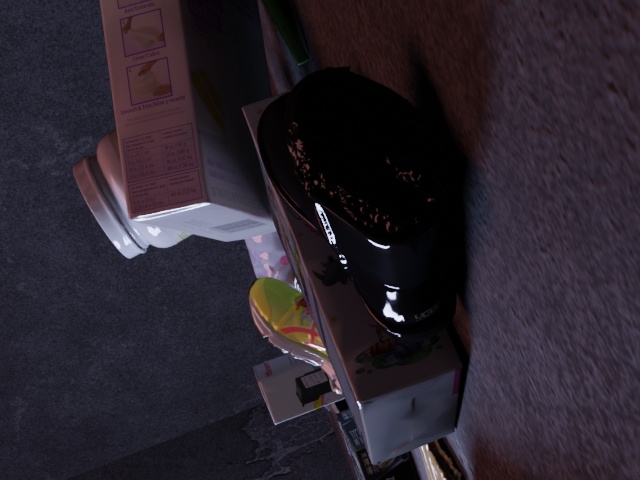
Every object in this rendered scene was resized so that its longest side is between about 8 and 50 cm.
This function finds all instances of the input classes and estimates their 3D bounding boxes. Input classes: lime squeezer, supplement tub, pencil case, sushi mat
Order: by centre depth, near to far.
[{"bbox_3d":[-0.093,-0.322,1.053,0.110,0.059,0.310,79,168,-59],"label":"lime squeezer"},{"bbox_3d":[0.158,0.336,1.178,0.151,0.019,0.316,-119,10,-53],"label":"sushi mat"},{"bbox_3d":[-0.077,-0.056,1.554,0.124,0.113,0.273,-2,116,38],"label":"pencil case"},{"bbox_3d":[-0.256,-0.133,1.790,0.235,0.325,0.235,60,179,1],"label":"supplement tub"}]

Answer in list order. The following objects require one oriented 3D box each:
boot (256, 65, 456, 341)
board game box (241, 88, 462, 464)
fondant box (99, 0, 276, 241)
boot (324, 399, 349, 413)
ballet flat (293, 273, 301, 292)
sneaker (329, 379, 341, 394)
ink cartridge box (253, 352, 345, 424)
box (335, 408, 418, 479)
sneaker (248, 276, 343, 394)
[{"bbox_3d":[0.017,-0.061,0.688,0.246,0.094,0.207,59,174,27],"label":"boot"},{"bbox_3d":[0.029,0.034,0.934,0.224,0.097,0.303,80,168,-64],"label":"board game box"},{"bbox_3d":[-0.136,-0.176,1.087,0.238,0.096,0.330,15,-116,-71],"label":"fondant box"},{"bbox_3d":[0.006,0.217,1.785,0.106,0.082,0.219,-31,74,67],"label":"boot"},{"bbox_3d":[0.000,0.000,1.185,0.188,0.070,0.070,112,141,-54],"label":"ballet flat"},{"bbox_3d":[0.033,0.102,1.171,0.094,0.091,0.258,-116,9,-48],"label":"sneaker"},{"bbox_3d":[-0.007,0.205,1.506,0.127,0.175,0.072,-148,38,-82],"label":"ink cartridge box"},{"bbox_3d":[0.095,0.350,1.547,0.180,0.077,0.147,-139,29,-79],"label":"box"},{"bbox_3d":[0.016,0.092,1.080,0.208,0.081,0.094,34,121,11],"label":"sneaker"}]
